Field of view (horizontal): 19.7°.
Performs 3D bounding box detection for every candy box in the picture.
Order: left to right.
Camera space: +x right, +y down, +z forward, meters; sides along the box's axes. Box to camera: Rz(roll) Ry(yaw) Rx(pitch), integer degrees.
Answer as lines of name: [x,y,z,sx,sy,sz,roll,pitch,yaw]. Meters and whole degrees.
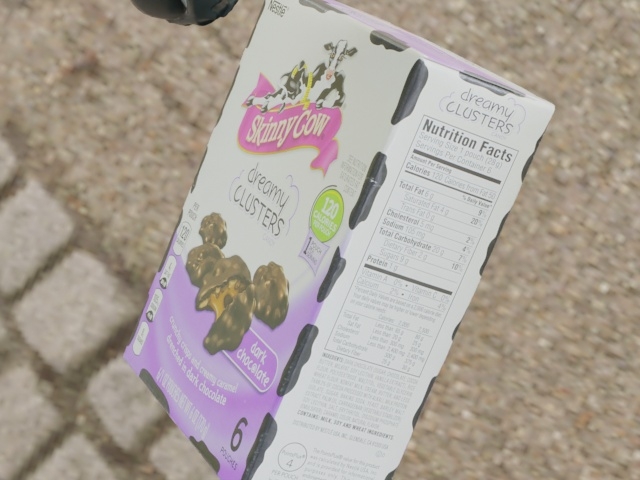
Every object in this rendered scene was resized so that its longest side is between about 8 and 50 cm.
candy box: [0.000,0.000,0.806,0.165,0.070,0.196,38,108,61]

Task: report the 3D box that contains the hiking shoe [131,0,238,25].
hiking shoe: [-0.109,-0.225,0.728,0.132,0.304,0.113,-5,28,24]
